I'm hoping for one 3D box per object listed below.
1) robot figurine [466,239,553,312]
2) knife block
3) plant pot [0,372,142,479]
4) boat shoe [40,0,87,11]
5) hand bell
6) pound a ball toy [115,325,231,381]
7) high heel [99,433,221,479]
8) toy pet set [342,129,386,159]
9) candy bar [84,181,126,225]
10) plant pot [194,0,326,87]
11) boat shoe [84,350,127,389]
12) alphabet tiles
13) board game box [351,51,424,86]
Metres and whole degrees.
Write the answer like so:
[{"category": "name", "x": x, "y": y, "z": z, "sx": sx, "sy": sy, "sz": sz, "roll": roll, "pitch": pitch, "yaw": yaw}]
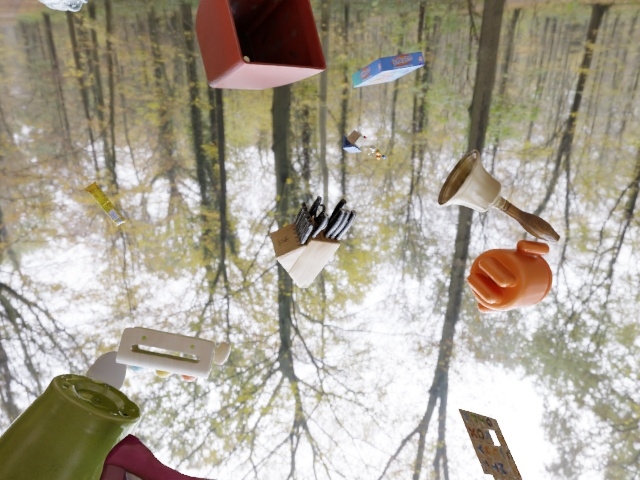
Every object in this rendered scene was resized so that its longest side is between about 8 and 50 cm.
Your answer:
[{"category": "robot figurine", "x": 0.397, "y": 0.078, "z": 1.024, "sx": 0.219, "sy": 0.158, "sz": 0.128, "roll": 2, "pitch": 179, "yaw": -43}, {"category": "knife block", "x": 0.000, "y": 0.000, "z": 1.345, "sx": 0.242, "sy": 0.275, "sz": 0.088, "roll": -22, "pitch": -126, "yaw": 6}, {"category": "plant pot", "x": -0.634, "y": 0.535, "z": 1.215, "sx": 0.366, "sy": 0.353, "sz": 0.366, "roll": 28, "pitch": 172, "yaw": 4}, {"category": "boat shoe", "x": -0.246, "y": -0.253, "z": 0.443, "sx": 0.228, "sy": 0.081, "sz": 0.079, "roll": -1, "pitch": -132, "yaw": -5}, {"category": "hand bell", "x": 0.367, "y": -0.062, "z": 0.969, "sx": 0.242, "sy": 0.126, "sz": 0.126, "roll": 30, "pitch": -156, "yaw": -5}, {"category": "pound a ball toy", "x": -0.455, "y": 0.365, "z": 1.568, "sx": 0.319, "sy": 0.135, "sz": 0.208, "roll": 13, "pitch": 169, "yaw": -7}, {"category": "high heel", "x": -0.297, "y": 0.501, "z": 1.073, "sx": 0.377, "sy": 0.127, "sz": 0.181, "roll": 3, "pitch": -147, "yaw": 6}, {"category": "toy pet set", "x": 0.127, "y": -0.291, "z": 1.564, "sx": 0.114, "sy": 0.065, "sz": 0.122, "roll": 19, "pitch": -152, "yaw": -52}, {"category": "candy bar", "x": -0.671, "y": -0.110, "z": 1.552, "sx": 0.040, "sy": 0.161, "sz": 0.018, "roll": -40, "pitch": -143, "yaw": -16}, {"category": "plant pot", "x": -0.183, "y": -0.531, "z": 1.305, "sx": 0.267, "sy": 0.267, "sz": 0.236, "roll": -12, "pitch": 177, "yaw": -40}, {"category": "boat shoe", "x": -0.760, "y": 0.527, "z": 1.621, "sx": 0.158, "sy": 0.127, "sz": 0.340, "roll": -15, "pitch": -131, "yaw": 48}, {"category": "alphabet tiles", "x": 0.432, "y": 0.536, "z": 1.206, "sx": 0.198, "sy": 0.009, "sz": 0.237, "roll": 28, "pitch": -147, "yaw": -39}, {"category": "board game box", "x": 0.220, "y": -0.569, "z": 1.654, "sx": 0.160, "sy": 0.047, "sz": 0.210, "roll": -16, "pitch": -172, "yaw": -21}]
